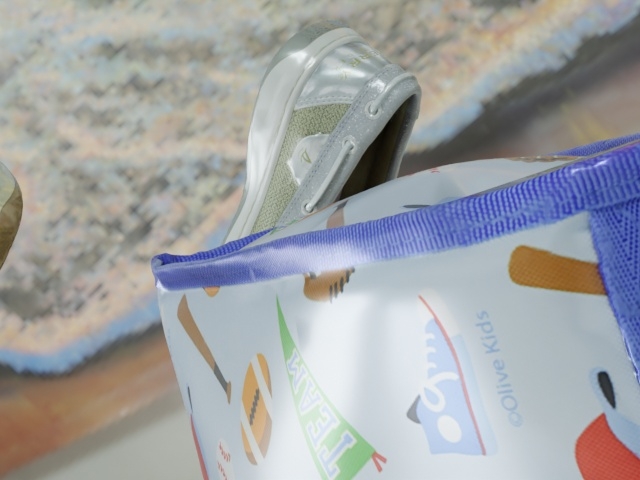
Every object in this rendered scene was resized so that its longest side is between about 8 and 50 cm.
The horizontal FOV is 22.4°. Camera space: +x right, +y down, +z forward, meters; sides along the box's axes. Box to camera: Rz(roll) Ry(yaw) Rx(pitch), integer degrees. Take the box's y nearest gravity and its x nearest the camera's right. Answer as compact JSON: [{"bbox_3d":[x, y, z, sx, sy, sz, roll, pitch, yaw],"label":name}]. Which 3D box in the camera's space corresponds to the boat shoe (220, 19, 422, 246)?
[{"bbox_3d":[0.002,-0.002,1.183,0.103,0.320,0.118,35,39,31],"label":"boat shoe"}]

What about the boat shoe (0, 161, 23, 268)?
[{"bbox_3d":[-0.287,-0.051,0.997,0.302,0.098,0.109,32,99,52],"label":"boat shoe"}]

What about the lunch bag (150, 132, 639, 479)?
[{"bbox_3d":[0.099,0.125,0.672,0.238,0.328,0.385,-18,1,-16],"label":"lunch bag"}]
